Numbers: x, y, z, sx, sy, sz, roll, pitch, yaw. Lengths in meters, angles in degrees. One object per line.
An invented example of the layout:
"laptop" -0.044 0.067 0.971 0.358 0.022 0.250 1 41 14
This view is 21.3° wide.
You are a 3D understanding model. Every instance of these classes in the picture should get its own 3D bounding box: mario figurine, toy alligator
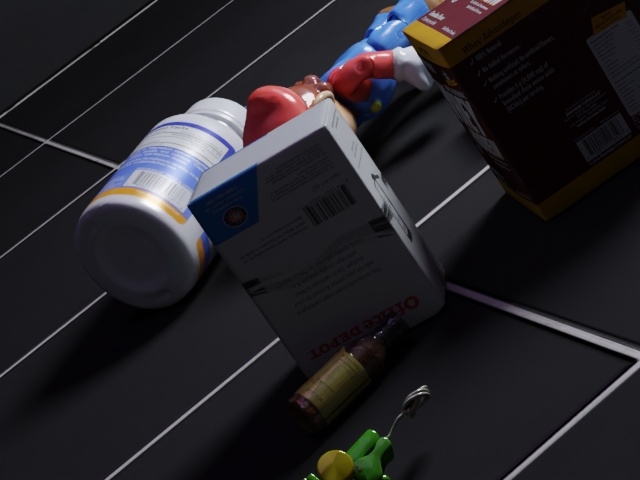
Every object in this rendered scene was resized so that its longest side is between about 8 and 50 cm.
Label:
"mario figurine" 0.043 -0.145 1.964 0.170 0.198 0.320 30 58 24
"toy alligator" 0.027 0.185 1.285 0.190 0.056 0.051 -38 61 -14

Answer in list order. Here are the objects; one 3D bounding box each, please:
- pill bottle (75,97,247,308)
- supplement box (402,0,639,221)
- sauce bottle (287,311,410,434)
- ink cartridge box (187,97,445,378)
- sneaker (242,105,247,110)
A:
"pill bottle" -0.166 -0.055 2.009 0.152 0.152 0.272 -21 23 34
"supplement box" 0.216 -0.160 1.566 0.191 0.194 0.129 -35 19 -1
"sauce bottle" 0.027 0.112 1.467 0.128 0.042 0.042 -41 20 -24
"ink cartridge box" 0.000 0.000 1.531 0.148 0.203 0.086 -29 18 15
"sneaker" -0.113 -0.124 2.247 0.082 0.069 0.209 -8 -12 -41
